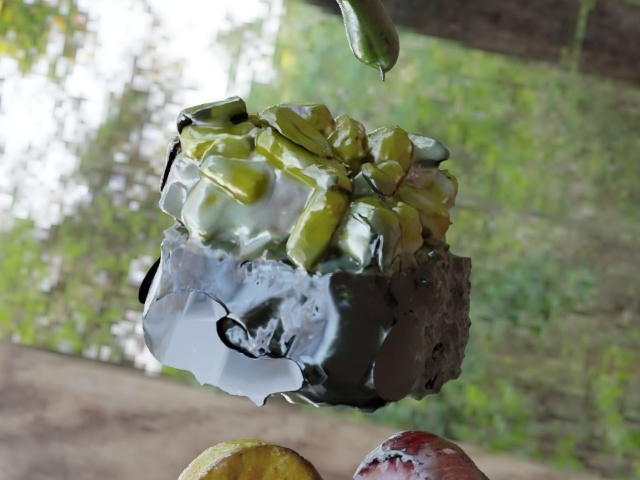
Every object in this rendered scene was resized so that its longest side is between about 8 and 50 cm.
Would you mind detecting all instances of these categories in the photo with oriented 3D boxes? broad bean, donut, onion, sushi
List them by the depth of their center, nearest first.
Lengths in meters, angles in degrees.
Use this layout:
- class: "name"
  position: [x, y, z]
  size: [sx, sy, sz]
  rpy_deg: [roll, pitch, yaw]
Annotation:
- class: "donut"
  position: [-0.058, 0.231, 1.565]
  size: [0.058, 0.152, 0.152]
  rpy_deg: [-148, 63, -62]
- class: "broad bean"
  position: [0.005, -0.249, 1.640]
  size: [0.052, 0.053, 0.256]
  rpy_deg: [-47, -63, -32]
- class: "onion"
  position: [0.111, 0.268, 1.829]
  size: [0.184, 0.147, 0.184]
  rpy_deg: [17, 109, 62]
- class: "sushi"
  position: [0.000, 0.000, 1.912]
  size: [0.328, 0.328, 0.285]
  rpy_deg: [-6, -77, -51]
